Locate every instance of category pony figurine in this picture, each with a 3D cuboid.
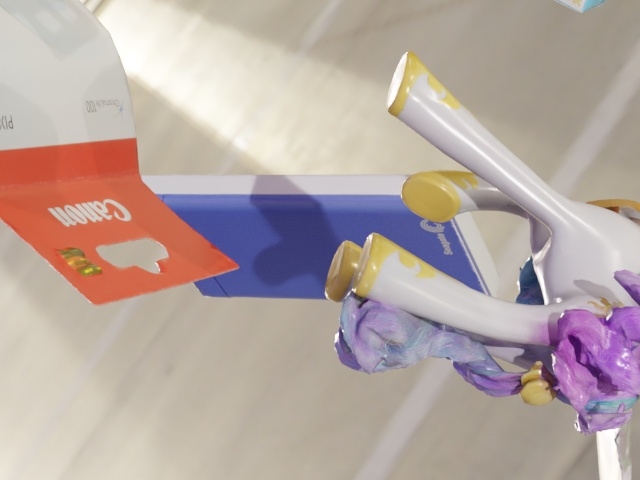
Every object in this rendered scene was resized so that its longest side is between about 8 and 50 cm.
[{"bbox_3d":[0.190,0.063,1.306,0.351,0.363,0.303,-78,12,-45],"label":"pony figurine"}]

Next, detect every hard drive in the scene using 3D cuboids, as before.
[{"bbox_3d":[0.000,0.000,1.951,0.318,0.210,0.040,1,61,20],"label":"hard drive"}]

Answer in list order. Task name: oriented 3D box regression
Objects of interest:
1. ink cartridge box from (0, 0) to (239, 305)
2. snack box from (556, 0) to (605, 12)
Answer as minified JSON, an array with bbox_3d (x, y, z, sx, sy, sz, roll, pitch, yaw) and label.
[{"bbox_3d":[-0.235,-0.119,1.652,0.091,0.385,0.308,-50,-12,17],"label":"ink cartridge box"},{"bbox_3d":[0.221,-0.385,1.724,0.060,0.187,0.322,-28,-36,-54],"label":"snack box"}]
